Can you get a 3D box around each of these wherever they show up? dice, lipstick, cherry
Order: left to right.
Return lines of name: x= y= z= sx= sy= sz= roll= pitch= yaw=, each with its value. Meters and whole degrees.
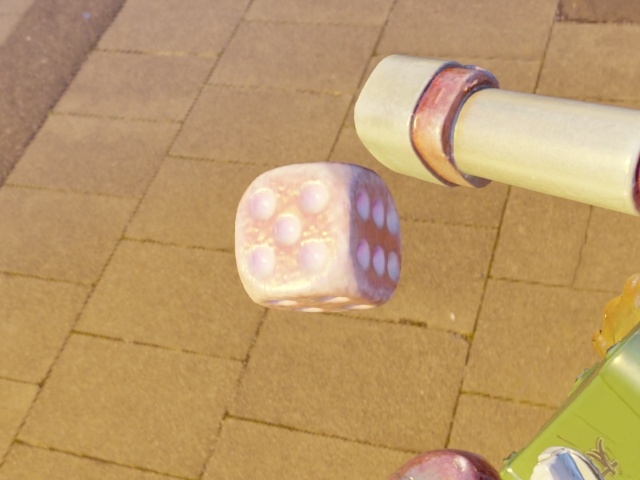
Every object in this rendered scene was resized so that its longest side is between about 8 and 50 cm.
dice: x=0.000 y=0.000 z=0.605 sx=0.091 sy=0.093 sz=0.094 roll=-5 pitch=78 yaw=27
cherry: x=0.186 y=0.442 z=1.298 sx=0.239 sy=0.239 sz=0.206 roll=-48 pitch=29 yaw=-21
lipstick: x=0.103 y=-0.044 z=0.386 sx=0.186 sy=0.063 sz=0.057 roll=20 pitch=77 yaw=44

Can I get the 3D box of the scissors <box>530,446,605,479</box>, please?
scissors: x=0.149 y=0.181 z=0.371 sx=0.027 sy=0.101 sz=0.204 roll=-30 pitch=91 yaw=-42

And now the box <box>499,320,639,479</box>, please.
box: x=0.337 y=0.174 z=0.850 sx=0.253 sy=0.328 sz=0.178 roll=-32 pitch=69 yaw=-36

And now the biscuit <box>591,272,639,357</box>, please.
biscuit: x=0.491 y=0.180 z=1.146 sx=0.078 sy=0.329 sz=0.335 roll=-14 pitch=6 yaw=-27
